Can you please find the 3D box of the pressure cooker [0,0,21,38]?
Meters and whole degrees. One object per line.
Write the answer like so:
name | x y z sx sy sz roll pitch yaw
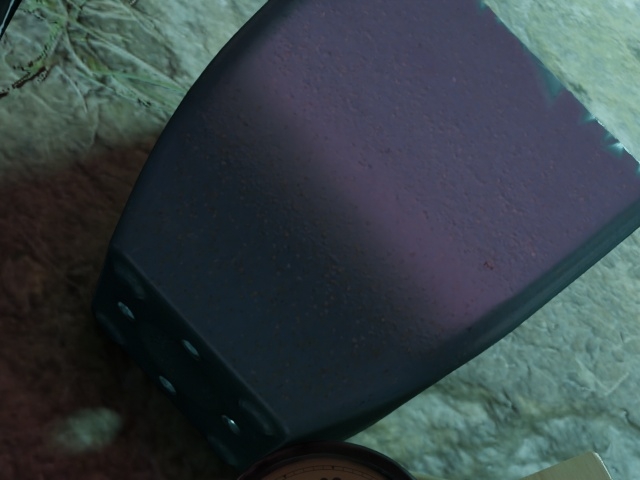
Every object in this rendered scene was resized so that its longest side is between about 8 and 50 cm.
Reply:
pressure cooker | -0.355 -0.139 0.560 0.420 0.375 0.369 23 51 -20

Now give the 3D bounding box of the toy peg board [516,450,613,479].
toy peg board | 0.137 0.245 0.832 0.161 0.079 0.161 -16 66 -24

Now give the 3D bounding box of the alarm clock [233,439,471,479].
alarm clock | -0.016 0.175 0.691 0.192 0.064 0.129 6 63 3

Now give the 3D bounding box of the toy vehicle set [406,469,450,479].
toy vehicle set | 0.049 0.248 0.693 0.166 0.035 0.267 9 46 22

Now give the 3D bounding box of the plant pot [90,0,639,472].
plant pot | 0.000 0.000 0.796 0.252 0.248 0.247 -41 85 -24
